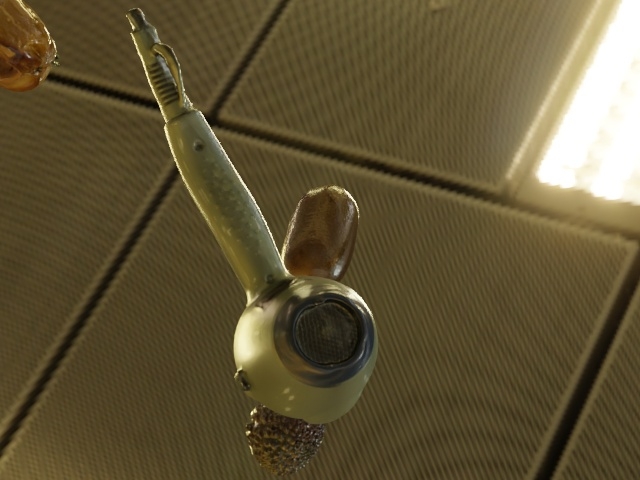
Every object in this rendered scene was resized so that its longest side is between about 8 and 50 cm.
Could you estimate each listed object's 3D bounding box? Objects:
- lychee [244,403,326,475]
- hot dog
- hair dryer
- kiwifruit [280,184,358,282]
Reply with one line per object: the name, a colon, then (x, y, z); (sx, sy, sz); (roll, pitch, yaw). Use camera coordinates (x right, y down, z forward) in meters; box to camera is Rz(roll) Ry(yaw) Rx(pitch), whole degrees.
lychee: (-0.030, 0.169, 1.306); (0.067, 0.068, 0.083); (0, -101, 44)
hot dog: (-0.328, -0.225, 1.252); (0.250, 0.104, 0.076); (37, -116, 9)
hair dryer: (-0.044, 0.007, 0.701); (0.067, 0.167, 0.199); (-28, -108, -17)
kiwifruit: (0.000, 0.000, 1.454); (0.075, 0.075, 0.124); (2, -132, 18)
